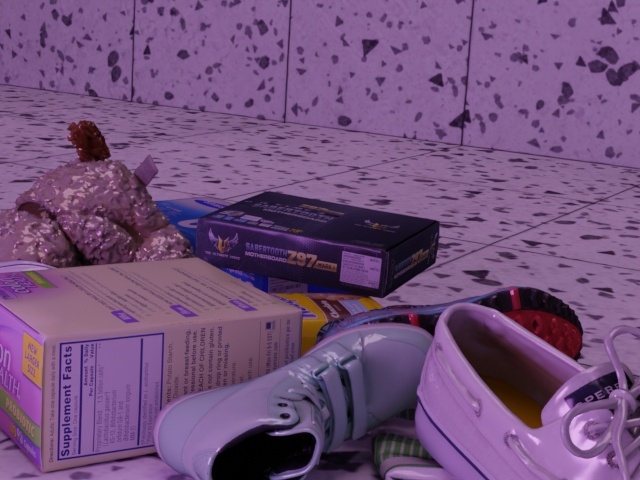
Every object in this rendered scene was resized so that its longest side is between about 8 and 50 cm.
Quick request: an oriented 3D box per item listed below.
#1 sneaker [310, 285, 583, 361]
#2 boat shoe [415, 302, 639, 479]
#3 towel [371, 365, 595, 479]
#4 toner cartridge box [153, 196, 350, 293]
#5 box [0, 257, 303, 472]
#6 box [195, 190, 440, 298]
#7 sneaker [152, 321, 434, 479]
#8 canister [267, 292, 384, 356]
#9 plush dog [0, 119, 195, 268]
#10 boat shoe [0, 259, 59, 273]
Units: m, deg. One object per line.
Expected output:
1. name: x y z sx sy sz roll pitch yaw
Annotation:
1. sneaker: 0.115 0.087 1.199 0.262 0.104 0.125 -2 9 -17
2. boat shoe: 0.200 0.139 0.908 0.136 0.156 0.367 -11 28 -27
3. towel: 0.167 0.167 1.150 0.248 0.038 0.325 3 12 1
4. toner cartridge box: -0.112 0.015 1.675 0.165 0.075 0.348 -5 16 -39
5. box: -0.174 0.102 1.166 0.243 0.117 0.213 -4 14 -32
6. box: 0.000 0.000 1.479 0.233 0.059 0.183 11 15 22
7. sneaker: 0.007 0.144 1.025 0.256 0.094 0.151 -19 15 -19
8. canister: -0.021 0.096 1.341 0.170 0.073 0.126 1 13 -20
9. plush dog: -0.312 0.000 1.502 0.262 0.210 0.225 12 40 37
10. boat shoe: -0.280 0.068 1.364 0.226 0.083 0.076 2 11 -9
